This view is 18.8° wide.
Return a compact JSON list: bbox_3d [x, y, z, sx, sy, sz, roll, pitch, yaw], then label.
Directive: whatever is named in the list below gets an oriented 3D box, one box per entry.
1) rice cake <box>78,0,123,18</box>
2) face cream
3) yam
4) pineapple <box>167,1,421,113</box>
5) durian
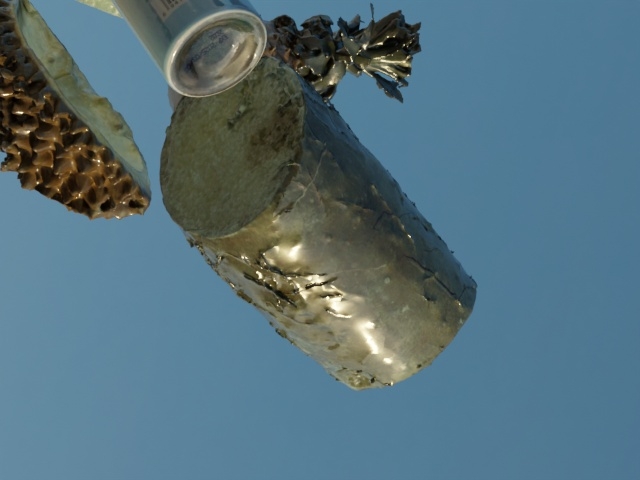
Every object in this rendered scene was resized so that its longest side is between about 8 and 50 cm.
[{"bbox_3d":[-0.252,-0.318,2.155,0.189,0.198,0.037,-95,-153,-50],"label":"rice cake"},{"bbox_3d":[-0.118,-0.194,1.285,0.075,0.075,0.229,-57,-131,30],"label":"face cream"},{"bbox_3d":[0.000,0.000,1.376,0.154,0.254,0.154,-30,-150,20],"label":"yam"},{"bbox_3d":[-0.020,-0.168,1.811,0.125,0.251,0.125,171,-90,-68],"label":"pineapple"},{"bbox_3d":[-0.119,-0.065,0.877,0.130,0.066,0.052,55,-38,6],"label":"durian"}]
